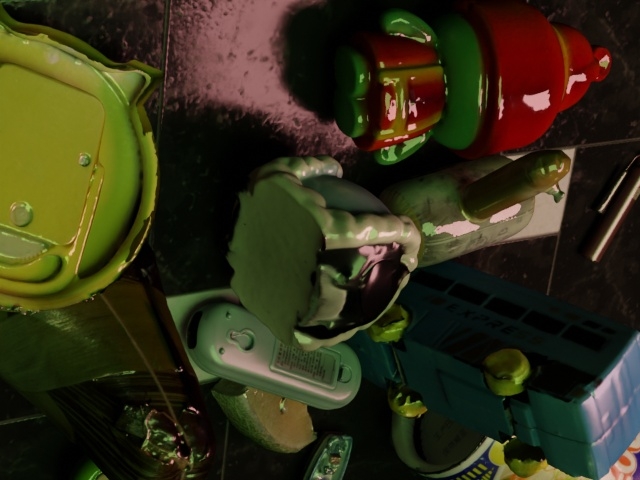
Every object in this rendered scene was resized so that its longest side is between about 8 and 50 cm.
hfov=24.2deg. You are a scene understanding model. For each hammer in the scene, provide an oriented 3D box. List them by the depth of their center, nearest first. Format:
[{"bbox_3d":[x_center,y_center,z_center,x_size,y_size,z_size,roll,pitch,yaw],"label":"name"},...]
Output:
[{"bbox_3d":[0.200,-0.055,1.714,0.202,0.305,0.113,-21,88,-26],"label":"hammer"}]

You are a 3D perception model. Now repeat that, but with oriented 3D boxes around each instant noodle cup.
[{"bbox_3d":[0.268,0.269,1.958,0.312,0.284,0.284,31,95,-33],"label":"instant noodle cup"}]

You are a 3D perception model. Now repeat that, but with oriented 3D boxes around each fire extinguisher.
[{"bbox_3d":[0.399,-0.053,2.013,0.049,0.035,0.173,29,98,-2],"label":"fire extinguisher"}]

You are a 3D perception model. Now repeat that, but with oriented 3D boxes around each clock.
[{"bbox_3d":[-0.289,-0.072,1.451,0.277,0.071,0.293,27,69,-31],"label":"clock"}]

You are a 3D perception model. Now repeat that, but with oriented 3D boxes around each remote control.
[{"bbox_3d":[-0.050,0.137,1.765,0.244,0.047,0.087,21,73,-33],"label":"remote control"}]

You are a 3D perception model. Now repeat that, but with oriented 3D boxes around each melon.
[{"bbox_3d":[-0.059,0.214,1.840,0.098,0.054,0.182,-44,133,-27],"label":"melon"}]

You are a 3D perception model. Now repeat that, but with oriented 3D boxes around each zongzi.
[{"bbox_3d":[-0.279,0.135,1.489,0.317,0.289,0.154,0,135,-30],"label":"zongzi"}]

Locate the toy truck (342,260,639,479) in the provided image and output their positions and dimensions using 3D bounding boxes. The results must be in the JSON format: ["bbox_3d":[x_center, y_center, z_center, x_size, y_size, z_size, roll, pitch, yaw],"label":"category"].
[{"bbox_3d":[0.194,0.140,1.750,0.162,0.385,0.161,-42,131,-28],"label":"toy truck"}]

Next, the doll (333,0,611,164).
[{"bbox_3d":[0.190,-0.186,1.708,0.363,0.160,0.182,-12,113,-30],"label":"doll"}]

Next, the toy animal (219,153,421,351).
[{"bbox_3d":[0.000,0.000,1.661,0.156,0.204,0.208,-27,147,-38],"label":"toy animal"}]

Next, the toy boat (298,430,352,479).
[{"bbox_3d":[0.008,0.313,1.918,0.059,0.066,0.140,8,110,-41],"label":"toy boat"}]

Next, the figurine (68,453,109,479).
[{"bbox_3d":[-0.207,0.255,1.702,0.162,0.143,0.263,-4,100,-41],"label":"figurine"}]
